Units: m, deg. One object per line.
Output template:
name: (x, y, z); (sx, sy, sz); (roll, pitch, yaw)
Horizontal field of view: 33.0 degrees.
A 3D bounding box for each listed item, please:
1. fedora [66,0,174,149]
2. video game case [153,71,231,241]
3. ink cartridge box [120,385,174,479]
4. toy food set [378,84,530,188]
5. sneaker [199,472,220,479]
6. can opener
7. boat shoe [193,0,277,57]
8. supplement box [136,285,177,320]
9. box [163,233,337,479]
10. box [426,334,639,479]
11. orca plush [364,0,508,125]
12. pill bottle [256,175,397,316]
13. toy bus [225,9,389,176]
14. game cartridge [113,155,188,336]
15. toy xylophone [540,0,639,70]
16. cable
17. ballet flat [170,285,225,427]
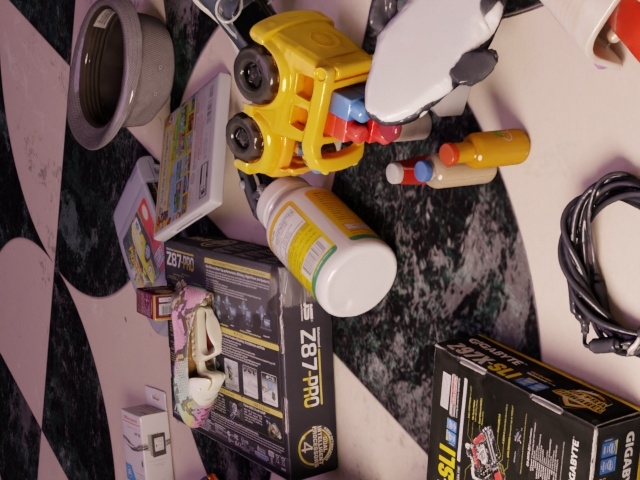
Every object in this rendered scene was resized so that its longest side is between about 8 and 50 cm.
fedora: (-0.341, -0.294, 1.907); (0.244, 0.124, 0.275); (30, 112, 49)
video game case: (-0.208, -0.132, 1.751); (0.206, 0.026, 0.226); (-27, 55, 52)
ink cartridge box: (-0.341, 0.382, 2.110); (0.104, 0.060, 0.180); (2, 98, 58)
toy food set: (0.120, -0.124, 1.235); (0.232, 0.105, 0.111); (48, 135, 42)
sneaker: (-0.247, 0.491, 1.960); (0.083, 0.087, 0.221); (62, 142, 30)
can opener: (-0.104, -0.107, 1.634); (0.073, 0.059, 0.186); (-45, 59, 52)
boat shoe: (-0.110, -0.321, 1.502); (0.079, 0.095, 0.254); (-6, 115, 60)
supplement box: (-0.261, 0.102, 1.763); (0.083, 0.055, 0.043); (12, 104, 58)
box: (-0.121, 0.166, 1.687); (0.395, 0.097, 0.318); (9, 106, 57)
box: (0.222, 0.295, 1.191); (0.257, 0.079, 0.321); (24, 117, 56)
orca plush: (0.141, -0.251, 1.184); (0.151, 0.102, 0.287); (16, 90, 17)
pill bottle: (0.000, 0.000, 1.439); (0.208, 0.118, 0.117); (45, 132, 43)
toy bus: (0.001, -0.160, 1.404); (0.211, 0.149, 0.220); (35, 129, 30)
game cartridge: (-0.303, 0.018, 1.984); (0.294, 0.060, 0.196); (66, 148, 25)
toy xylophone: (0.299, -0.273, 0.942); (0.322, 0.081, 0.236); (-53, 53, 48)
cable: (0.296, 0.025, 1.044); (0.151, 0.047, 0.184); (5, 100, 57)
ballet flat: (-0.182, 0.179, 1.638); (0.079, 0.077, 0.221); (-1, 94, 38)
